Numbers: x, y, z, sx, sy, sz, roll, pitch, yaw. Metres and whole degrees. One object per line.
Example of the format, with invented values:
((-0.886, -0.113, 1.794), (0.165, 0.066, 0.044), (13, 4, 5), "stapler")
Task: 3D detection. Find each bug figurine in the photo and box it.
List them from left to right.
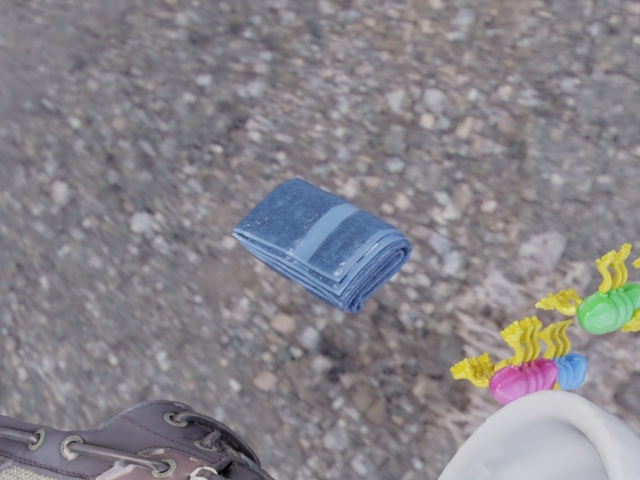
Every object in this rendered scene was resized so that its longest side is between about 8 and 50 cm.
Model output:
((0.246, 0.080, 1.519), (0.216, 0.279, 0.072), (-10, 65, -49), "bug figurine")

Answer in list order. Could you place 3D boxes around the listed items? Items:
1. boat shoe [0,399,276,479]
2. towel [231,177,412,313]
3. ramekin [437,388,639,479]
((-0.076, 0.120, 0.811), (0.103, 0.285, 0.092), (46, 47, -55), "boat shoe")
((0.000, 0.000, 1.107), (0.067, 0.119, 0.029), (-45, 133, -15), "towel")
((0.117, 0.215, 0.724), (0.135, 0.277, 0.277), (20, 95, -14), "ramekin")
